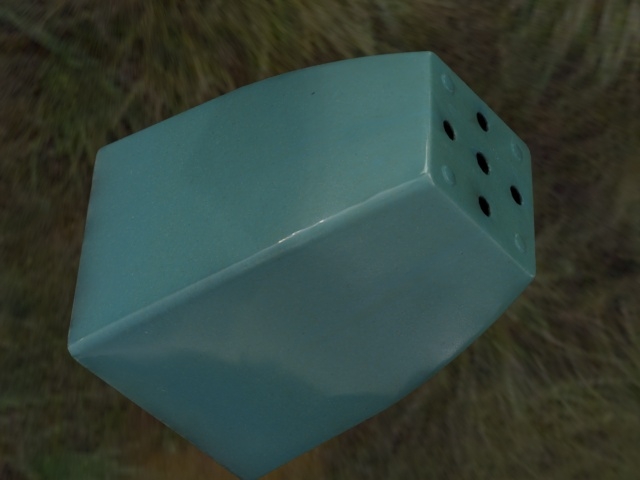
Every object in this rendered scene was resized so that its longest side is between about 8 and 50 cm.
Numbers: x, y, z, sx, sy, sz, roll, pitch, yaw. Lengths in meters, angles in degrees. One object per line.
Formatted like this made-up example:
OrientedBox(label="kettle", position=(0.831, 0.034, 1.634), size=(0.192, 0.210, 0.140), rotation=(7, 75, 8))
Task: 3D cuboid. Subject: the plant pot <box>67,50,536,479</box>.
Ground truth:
OrientedBox(label="plant pot", position=(0.000, 0.000, 1.162), size=(0.234, 0.165, 0.166), rotation=(-27, 131, 29))
